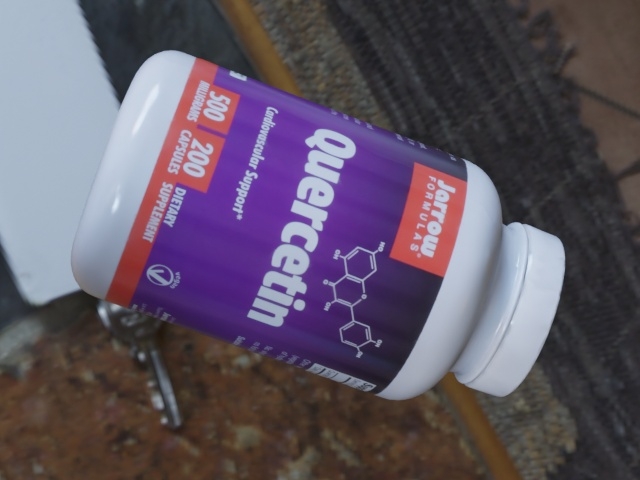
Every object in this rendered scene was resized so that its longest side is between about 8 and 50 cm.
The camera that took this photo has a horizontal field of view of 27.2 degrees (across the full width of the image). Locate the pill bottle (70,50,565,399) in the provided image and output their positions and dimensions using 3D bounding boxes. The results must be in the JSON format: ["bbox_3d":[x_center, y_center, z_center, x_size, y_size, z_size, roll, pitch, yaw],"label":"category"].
[{"bbox_3d":[0.000,0.000,0.933,0.323,0.181,0.182,20,65,-7],"label":"pill bottle"}]
